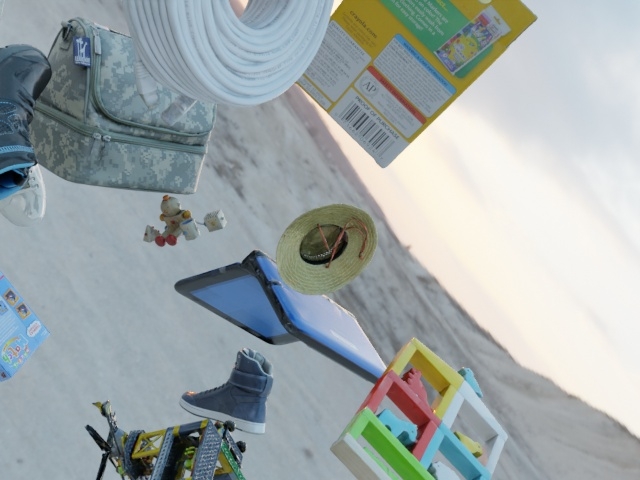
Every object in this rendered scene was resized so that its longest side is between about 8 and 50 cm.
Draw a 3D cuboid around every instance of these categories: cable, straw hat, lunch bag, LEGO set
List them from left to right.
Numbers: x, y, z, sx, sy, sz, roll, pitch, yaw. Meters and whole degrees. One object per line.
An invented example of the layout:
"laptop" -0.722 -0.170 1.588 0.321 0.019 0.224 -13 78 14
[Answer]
"lunch bag" -0.340 -0.231 1.323 0.212 0.256 0.305 26 14 38
"LEGO set" -0.194 0.355 0.811 0.331 0.192 0.255 -86 156 -51
"cable" -0.082 -0.260 0.740 0.089 0.257 0.257 23 -41 32
"straw hat" 0.000 0.000 1.018 0.144 0.144 0.061 53 0 -35

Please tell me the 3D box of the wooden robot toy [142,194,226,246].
"wooden robot toy" -0.254 -0.040 1.317 0.076 0.173 0.079 -50 127 -52

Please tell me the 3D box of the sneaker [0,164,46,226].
"sneaker" -0.574 -0.152 1.372 0.123 0.106 0.290 26 -48 59

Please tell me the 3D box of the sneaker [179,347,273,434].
"sneaker" -0.194 0.302 1.595 0.226 0.163 0.086 7 -6 33

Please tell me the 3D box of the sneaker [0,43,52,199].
"sneaker" -0.430 -0.128 0.996 0.139 0.125 0.341 25 49 -8

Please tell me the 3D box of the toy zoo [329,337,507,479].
"toy zoo" 0.146 0.249 0.983 0.192 0.030 0.293 46 34 2

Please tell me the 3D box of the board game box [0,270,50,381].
"board game box" -0.681 0.165 1.583 0.211 0.039 0.160 58 26 -19

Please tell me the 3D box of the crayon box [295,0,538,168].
"crayon box" 0.122 -0.272 1.027 0.203 0.323 0.083 44 45 -3

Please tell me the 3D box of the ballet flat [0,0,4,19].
"ballet flat" -0.510 -0.293 1.014 0.147 0.409 0.147 19 -18 6

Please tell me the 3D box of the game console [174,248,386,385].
"game console" -0.061 0.156 1.241 0.293 0.173 0.250 37 14 -44
